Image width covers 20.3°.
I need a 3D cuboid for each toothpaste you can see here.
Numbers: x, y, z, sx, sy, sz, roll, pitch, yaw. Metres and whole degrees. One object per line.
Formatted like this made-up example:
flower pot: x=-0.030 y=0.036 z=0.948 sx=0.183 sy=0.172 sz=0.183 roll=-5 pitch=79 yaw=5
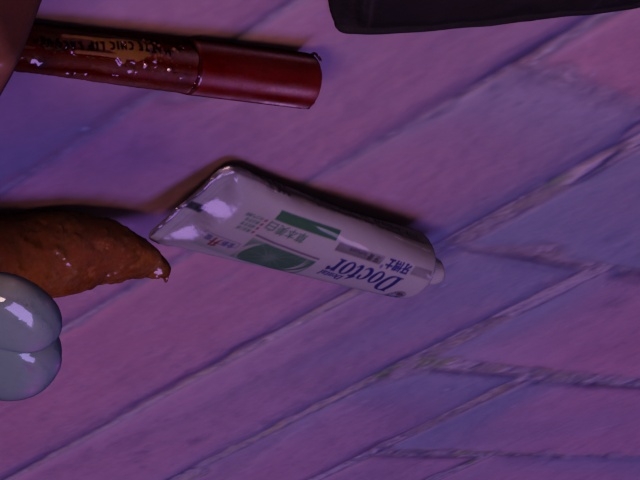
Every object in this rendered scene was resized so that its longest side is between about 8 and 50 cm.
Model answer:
toothpaste: x=0.000 y=0.000 z=0.970 sx=0.064 sy=0.041 sz=0.218 roll=-39 pitch=149 yaw=26

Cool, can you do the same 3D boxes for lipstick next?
lipstick: x=-0.076 y=-0.073 z=0.737 sx=0.176 sy=0.027 sz=0.027 roll=2 pitch=153 yaw=-38

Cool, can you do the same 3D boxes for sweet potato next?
sweet potato: x=-0.212 y=0.023 z=0.833 sx=0.314 sy=0.066 sz=0.072 roll=-4 pitch=164 yaw=-36

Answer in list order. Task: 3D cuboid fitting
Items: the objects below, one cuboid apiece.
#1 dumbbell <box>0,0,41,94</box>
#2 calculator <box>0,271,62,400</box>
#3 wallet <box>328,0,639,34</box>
dumbbell: x=-0.170 y=-0.046 z=0.654 sx=0.082 sy=0.092 sz=0.231 roll=22 pitch=146 yaw=-16
calculator: x=-0.232 y=0.000 z=0.621 sx=0.299 sy=0.041 sz=0.185 roll=20 pitch=147 yaw=-12
wallet: x=0.087 y=-0.136 z=0.672 sx=0.168 sy=0.052 sz=0.245 roll=-11 pitch=162 yaw=-5
